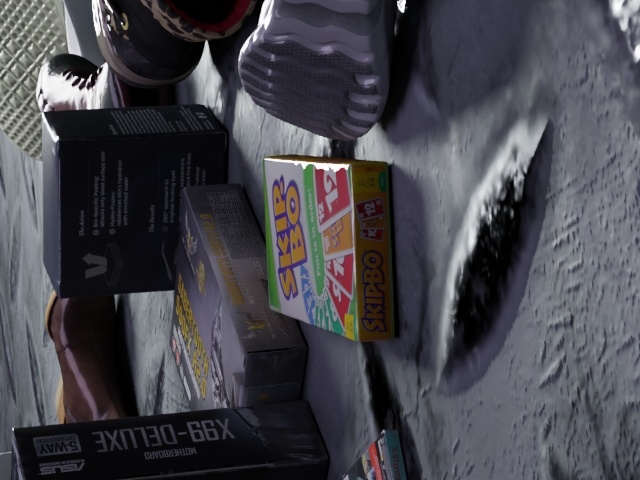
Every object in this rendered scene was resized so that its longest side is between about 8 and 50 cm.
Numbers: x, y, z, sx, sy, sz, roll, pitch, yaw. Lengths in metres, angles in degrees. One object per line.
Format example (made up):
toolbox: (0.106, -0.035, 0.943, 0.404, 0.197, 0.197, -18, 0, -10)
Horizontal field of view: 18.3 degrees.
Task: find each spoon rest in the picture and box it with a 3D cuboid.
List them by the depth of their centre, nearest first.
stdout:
spoon rest: (-0.270, -0.288, 2.233, 0.276, 0.084, 0.137, 104, 156, -45)

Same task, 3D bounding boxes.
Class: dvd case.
dvd case: (0.042, 0.193, 1.415, 0.119, 0.013, 0.087, 123, 140, -63)

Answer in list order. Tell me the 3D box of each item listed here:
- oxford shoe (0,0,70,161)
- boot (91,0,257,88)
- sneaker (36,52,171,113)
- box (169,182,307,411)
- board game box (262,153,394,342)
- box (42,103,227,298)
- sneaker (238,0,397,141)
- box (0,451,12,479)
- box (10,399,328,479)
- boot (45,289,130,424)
oxford shoe: (-0.340, -0.302, 2.420, 0.130, 0.169, 0.449, -49, -37, -50)
boot: (-0.147, -0.325, 1.705, 0.284, 0.138, 0.377, -177, 80, -75)
sneaker: (-0.212, -0.164, 2.070, 0.281, 0.106, 0.163, 52, 139, 45)
box: (-0.076, 0.090, 1.714, 0.231, 0.056, 0.183, -114, 24, -48)
board game box: (0.000, 0.000, 1.478, 0.259, 0.039, 0.124, -165, 73, -76)
box: (-0.174, -0.038, 1.835, 0.093, 0.158, 0.156, -128, 37, -62)
sneaker: (0.019, -0.169, 1.314, 0.281, 0.105, 0.115, 105, -171, -58)
box: (-0.297, 0.449, 2.191, 0.343, 0.178, 0.313, -125, 32, -58)
box: (-0.134, 0.276, 1.632, 0.076, 0.242, 0.307, -113, 26, -48)
boot: (-0.251, 0.174, 2.339, 0.207, 0.090, 0.248, 49, 141, 45)
